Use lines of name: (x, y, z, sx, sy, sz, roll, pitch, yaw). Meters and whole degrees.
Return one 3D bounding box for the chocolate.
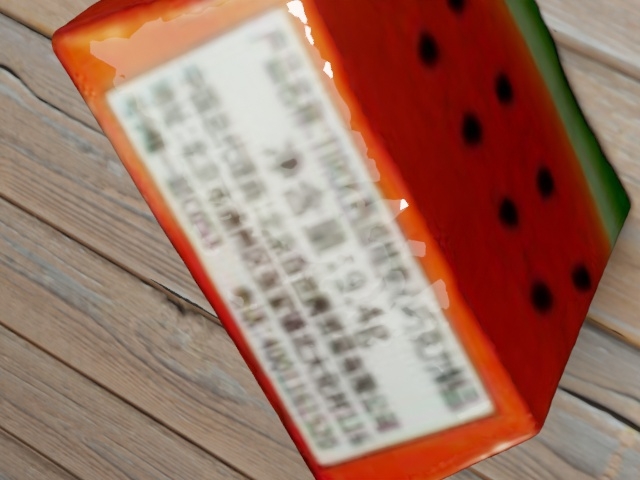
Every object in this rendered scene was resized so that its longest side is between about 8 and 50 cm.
chocolate: (0.051, -0.059, 0.781, 0.161, 0.341, 0.360, -20, 108, 33)
